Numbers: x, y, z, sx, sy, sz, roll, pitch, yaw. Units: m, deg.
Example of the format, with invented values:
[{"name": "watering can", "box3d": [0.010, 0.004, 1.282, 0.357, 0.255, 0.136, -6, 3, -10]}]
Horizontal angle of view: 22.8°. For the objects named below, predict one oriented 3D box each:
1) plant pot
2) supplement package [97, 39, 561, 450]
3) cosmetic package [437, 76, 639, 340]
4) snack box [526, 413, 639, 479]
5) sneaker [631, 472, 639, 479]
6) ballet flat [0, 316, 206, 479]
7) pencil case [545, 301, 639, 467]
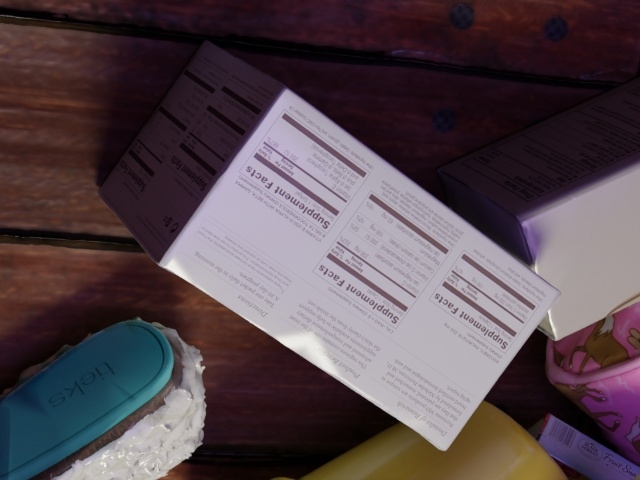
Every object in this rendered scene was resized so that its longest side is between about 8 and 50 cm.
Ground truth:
[{"name": "plant pot", "box3d": [0.070, 0.254, 1.245, 0.239, 0.254, 0.254, -41, 116, -21]}, {"name": "supplement package", "box3d": [0.000, 0.000, 1.152, 0.262, 0.204, 0.145, 36, 91, -25]}, {"name": "cosmetic package", "box3d": [0.270, -0.053, 1.257, 0.309, 0.160, 0.113, -25, 113, -10]}, {"name": "snack box", "box3d": [0.225, 0.208, 1.327, 0.141, 0.100, 0.037, 31, 62, -1]}, {"name": "sneaker", "box3d": [0.250, 0.289, 1.263, 0.111, 0.296, 0.131, 26, 63, 15]}, {"name": "ballet flat", "box3d": [-0.259, 0.202, 1.170, 0.408, 0.147, 0.147, -26, 113, -10]}, {"name": "pencil case", "box3d": [0.356, 0.168, 1.356, 0.386, 0.160, 0.167, 44, 50, -24]}]
